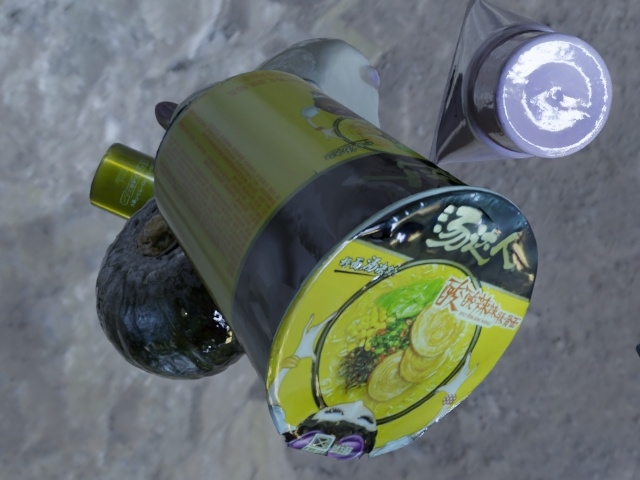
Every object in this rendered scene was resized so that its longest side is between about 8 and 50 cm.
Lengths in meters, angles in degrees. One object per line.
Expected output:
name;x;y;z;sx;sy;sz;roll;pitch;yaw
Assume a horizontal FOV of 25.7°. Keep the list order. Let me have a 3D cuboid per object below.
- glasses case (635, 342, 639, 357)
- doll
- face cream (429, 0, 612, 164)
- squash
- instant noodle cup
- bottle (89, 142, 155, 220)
glasses case;0.422;0.128;1.692;0.033;0.083;0.023;62;152;30
doll;-0.063;-0.152;1.971;0.370;0.226;0.214;-17;82;52
face cream;0.143;-0.125;1.129;0.096;0.274;0.154;10;96;-12
squash;-0.103;0.031;1.221;0.193;0.193;0.155;-5;119;34
instant noodle cup;0.000;0.000;0.971;0.236;0.216;0.215;46;149;42
bottle;-0.123;-0.023;1.626;0.286;0.082;0.082;23;135;2
